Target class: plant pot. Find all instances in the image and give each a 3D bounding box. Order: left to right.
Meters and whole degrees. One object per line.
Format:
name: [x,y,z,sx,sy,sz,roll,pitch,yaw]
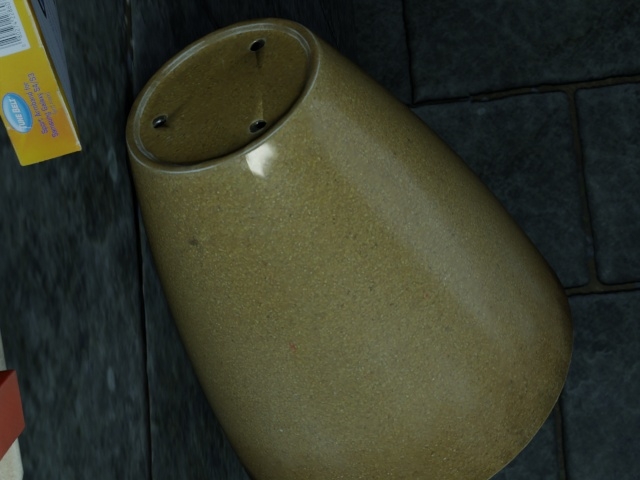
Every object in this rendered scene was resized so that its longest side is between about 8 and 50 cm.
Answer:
plant pot: [0.000,0.000,0.850,0.237,0.237,0.254,-89,157,-44]

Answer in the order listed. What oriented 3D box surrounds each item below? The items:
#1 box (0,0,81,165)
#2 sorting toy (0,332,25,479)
box: [-0.123,-0.102,0.561,0.136,0.028,0.081,-112,-174,-46]
sorting toy: [-0.127,0.028,0.423,0.196,0.047,0.347,-57,140,-79]
